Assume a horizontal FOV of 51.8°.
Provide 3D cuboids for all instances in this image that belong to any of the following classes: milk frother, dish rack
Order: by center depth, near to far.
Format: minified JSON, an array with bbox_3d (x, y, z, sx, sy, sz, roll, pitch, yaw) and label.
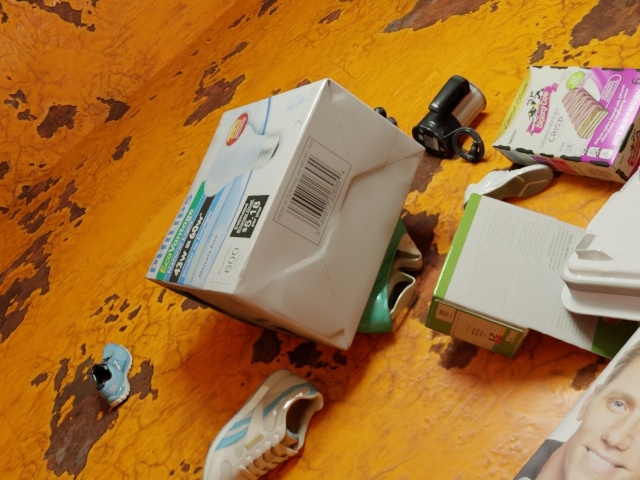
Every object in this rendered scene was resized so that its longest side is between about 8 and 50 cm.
[{"bbox_3d":[0.441,-0.025,0.726,0.285,0.072,0.333,-45,19,-21],"label":"dish rack"},{"bbox_3d":[0.271,-0.223,1.243,0.143,0.129,0.135,38,76,11],"label":"milk frother"}]

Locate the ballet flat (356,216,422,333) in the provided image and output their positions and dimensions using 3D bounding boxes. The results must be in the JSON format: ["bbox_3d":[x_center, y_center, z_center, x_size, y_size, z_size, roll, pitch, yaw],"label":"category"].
[{"bbox_3d":[0.121,0.051,1.087,0.087,0.083,0.247,9,54,18],"label":"ballet flat"}]

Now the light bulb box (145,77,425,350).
[{"bbox_3d":[-0.070,-0.038,1.108,0.361,0.225,0.358,1,65,56],"label":"light bulb box"}]

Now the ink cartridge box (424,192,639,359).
[{"bbox_3d":[0.294,0.067,0.898,0.255,0.097,0.189,20,59,13],"label":"ink cartridge box"}]

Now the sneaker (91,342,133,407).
[{"bbox_3d":[-0.430,0.260,1.347,0.063,0.073,0.162,-37,35,4],"label":"sneaker"}]

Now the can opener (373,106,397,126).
[{"bbox_3d":[0.077,-0.218,1.428,0.186,0.059,0.073,-38,35,1],"label":"can opener"}]

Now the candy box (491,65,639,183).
[{"bbox_3d":[0.406,-0.189,1.042,0.233,0.071,0.159,23,86,55],"label":"candy box"}]

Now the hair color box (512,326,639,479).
[{"bbox_3d":[0.293,0.248,0.630,0.347,0.105,0.174,-46,15,-10],"label":"hair color box"}]

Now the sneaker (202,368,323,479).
[{"bbox_3d":[-0.087,0.300,0.981,0.092,0.087,0.229,15,63,47],"label":"sneaker"}]

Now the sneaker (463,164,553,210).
[{"bbox_3d":[0.305,-0.097,1.091,0.152,0.054,0.061,-21,36,25],"label":"sneaker"}]
